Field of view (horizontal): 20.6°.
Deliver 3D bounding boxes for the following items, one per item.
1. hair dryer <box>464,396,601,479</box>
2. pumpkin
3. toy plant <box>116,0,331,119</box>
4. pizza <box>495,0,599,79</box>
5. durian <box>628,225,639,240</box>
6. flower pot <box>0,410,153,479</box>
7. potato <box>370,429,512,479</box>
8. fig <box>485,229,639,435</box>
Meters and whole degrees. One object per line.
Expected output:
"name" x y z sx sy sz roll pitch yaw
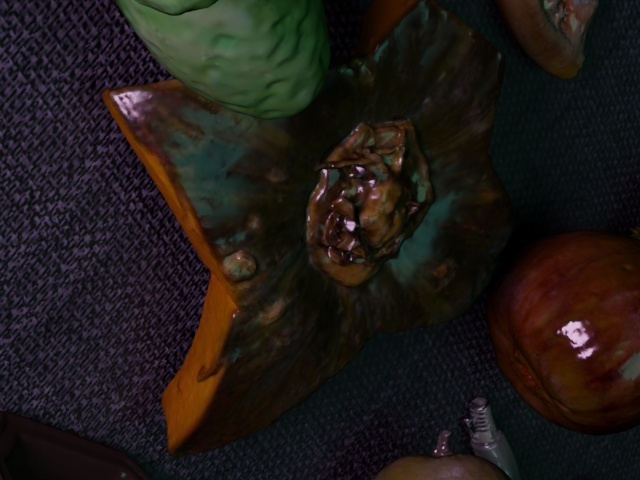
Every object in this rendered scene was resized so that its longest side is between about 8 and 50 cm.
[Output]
"hair dryer" 0.176 0.216 1.393 0.219 0.088 0.225 -12 104 -53
"pumpkin" 0.014 -0.023 1.035 0.290 0.095 0.258 -28 133 -33
"toy plant" -0.051 -0.230 0.747 0.317 0.210 0.356 11 107 -40
"pizza" 0.184 -0.214 1.164 0.195 0.052 0.185 -52 144 -15
"durian" 0.295 0.060 1.373 0.159 0.146 0.198 -51 125 -17
"flower pot" -0.115 0.218 0.931 0.084 0.251 0.179 -44 144 13
"potato" 0.070 0.252 1.208 0.174 0.159 0.251 -6 107 -74
"fig" 0.205 0.061 1.253 0.202 0.148 0.149 -9 161 -44
